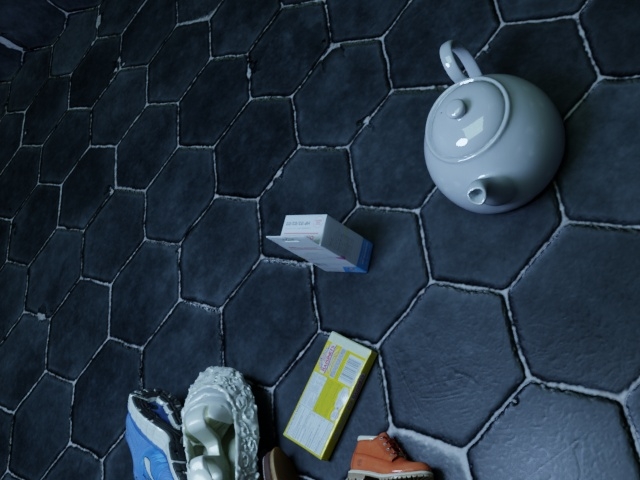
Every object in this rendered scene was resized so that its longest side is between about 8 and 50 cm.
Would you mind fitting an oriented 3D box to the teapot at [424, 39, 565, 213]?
[{"bbox_3d":[0.263,-0.181,1.309,0.256,0.187,0.253,31,90,47],"label":"teapot"}]

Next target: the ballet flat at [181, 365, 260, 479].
[{"bbox_3d":[-0.179,0.374,1.384,0.147,0.147,0.409,-35,46,23],"label":"ballet flat"}]

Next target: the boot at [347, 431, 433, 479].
[{"bbox_3d":[0.112,0.345,1.264,0.157,0.059,0.085,-9,58,40],"label":"boot"}]

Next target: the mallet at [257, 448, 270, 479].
[{"bbox_3d":[-0.094,0.461,1.405,0.062,0.039,0.190,-40,51,24],"label":"mallet"}]

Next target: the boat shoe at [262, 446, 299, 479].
[{"bbox_3d":[-0.067,0.456,1.352,0.073,0.073,0.207,-36,49,19],"label":"boat shoe"}]

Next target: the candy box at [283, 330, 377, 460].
[{"bbox_3d":[0.017,0.272,1.406,0.105,0.027,0.206,20,83,48],"label":"candy box"}]

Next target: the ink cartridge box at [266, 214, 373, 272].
[{"bbox_3d":[0.000,0.000,1.452,0.104,0.181,0.062,0,69,41],"label":"ink cartridge box"}]

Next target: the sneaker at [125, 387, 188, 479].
[{"bbox_3d":[-0.276,0.435,1.535,0.330,0.129,0.147,42,121,39],"label":"sneaker"}]
